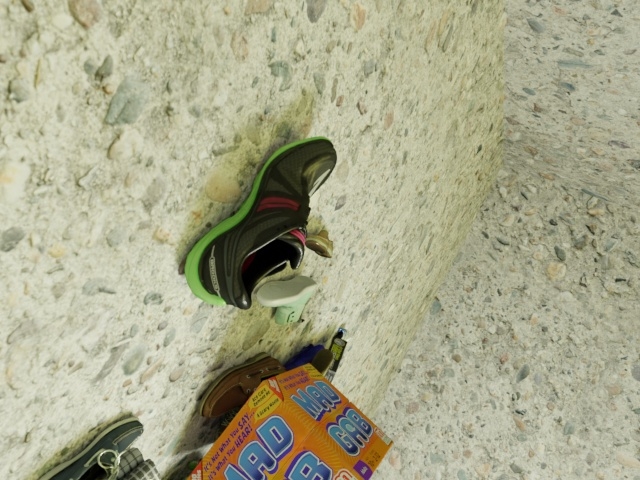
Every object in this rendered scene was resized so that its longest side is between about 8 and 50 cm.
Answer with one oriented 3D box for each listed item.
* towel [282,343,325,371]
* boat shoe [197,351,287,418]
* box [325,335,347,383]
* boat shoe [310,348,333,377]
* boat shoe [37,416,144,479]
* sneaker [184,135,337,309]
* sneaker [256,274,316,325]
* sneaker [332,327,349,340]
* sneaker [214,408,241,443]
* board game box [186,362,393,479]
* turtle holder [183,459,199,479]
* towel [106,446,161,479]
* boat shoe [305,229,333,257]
[{"bbox_3d":[-0.110,0.496,1.793,0.308,0.076,0.228,-18,136,-58],"label":"towel"},{"bbox_3d":[-0.213,0.421,1.472,0.307,0.104,0.111,-29,138,-51],"label":"boat shoe"},{"bbox_3d":[0.013,0.532,1.960,0.216,0.060,0.270,-54,166,-64],"label":"box"},{"bbox_3d":[-0.027,0.471,1.727,0.223,0.080,0.073,-51,152,-29],"label":"boat shoe"},{"bbox_3d":[-0.464,0.466,1.057,0.254,0.079,0.095,-27,136,-53],"label":"boat shoe"},{"bbox_3d":[-0.092,-0.036,1.169,0.483,0.202,0.185,-55,154,-20],"label":"sneaker"},{"bbox_3d":[-0.108,0.195,1.482,0.256,0.094,0.151,-7,123,-60],"label":"sneaker"},{"bbox_3d":[0.067,0.418,2.091,0.058,0.052,0.135,46,63,-53],"label":"sneaker"},{"bbox_3d":[-0.267,0.559,1.540,0.086,0.064,0.192,-11,126,-66],"label":"sneaker"},{"bbox_3d":[-0.068,0.619,1.439,0.356,0.356,0.356,-53,162,7],"label":"board game box"},{"bbox_3d":[-0.325,0.793,1.455,0.243,0.227,0.320,-64,155,-3],"label":"turtle holder"},{"bbox_3d":[-0.472,0.645,1.159,0.235,0.121,0.284,-36,143,-44],"label":"towel"},{"bbox_3d":[0.000,0.000,1.559,0.190,0.068,0.072,49,56,-73],"label":"boat shoe"}]
